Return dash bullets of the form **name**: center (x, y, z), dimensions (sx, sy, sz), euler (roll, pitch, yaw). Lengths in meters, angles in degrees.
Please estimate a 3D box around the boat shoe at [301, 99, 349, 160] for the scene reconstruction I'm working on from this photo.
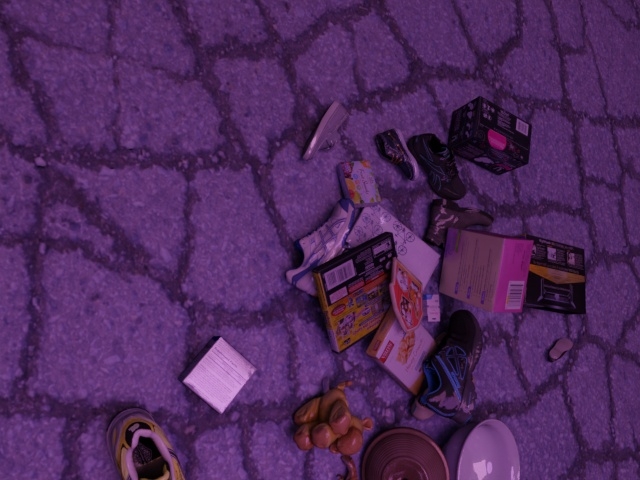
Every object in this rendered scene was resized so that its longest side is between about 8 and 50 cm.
- **boat shoe**: center (0.022, -0.314, 1.420), dimensions (0.081, 0.079, 0.227), euler (34, 65, -12)

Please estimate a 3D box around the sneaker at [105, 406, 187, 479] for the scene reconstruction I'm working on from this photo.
- **sneaker**: center (-0.353, 0.555, 1.043), dimensions (0.145, 0.147, 0.384), euler (-29, 95, -29)

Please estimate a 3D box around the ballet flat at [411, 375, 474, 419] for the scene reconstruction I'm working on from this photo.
- **ballet flat**: center (0.370, 0.445, 1.442), dimensions (0.248, 0.086, 0.086), euler (-27, 93, -28)

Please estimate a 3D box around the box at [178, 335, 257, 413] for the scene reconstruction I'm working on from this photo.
- **box**: center (-0.251, 0.324, 1.175), dimensions (0.126, 0.072, 0.137), euler (45, 66, -12)

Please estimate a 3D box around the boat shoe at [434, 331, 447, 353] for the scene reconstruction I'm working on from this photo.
- **boat shoe**: center (0.368, 0.350, 1.484), dimensions (0.056, 0.048, 0.153), euler (45, 65, -12)

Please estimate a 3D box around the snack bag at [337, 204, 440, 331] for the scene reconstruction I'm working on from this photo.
- **snack bag**: center (0.184, 0.093, 1.450), dimensions (0.323, 0.037, 0.342), euler (39, 67, -15)

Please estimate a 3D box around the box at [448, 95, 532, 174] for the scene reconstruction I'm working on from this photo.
- **box**: center (0.584, -0.357, 1.667), dimensions (0.247, 0.142, 0.163), euler (20, 71, -23)

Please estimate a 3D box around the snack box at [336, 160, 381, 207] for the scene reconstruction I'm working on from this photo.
- **snack box**: center (0.114, -0.169, 1.443), dimensions (0.100, 0.037, 0.141), euler (-7, 71, -25)

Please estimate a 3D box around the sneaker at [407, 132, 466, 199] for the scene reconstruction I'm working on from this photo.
- **sneaker**: center (0.395, -0.239, 1.574), dimensions (0.267, 0.106, 0.101), euler (46, 64, -13)

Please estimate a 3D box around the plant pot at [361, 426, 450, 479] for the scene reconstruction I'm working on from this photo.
- **plant pot**: center (0.224, 0.623, 1.269), dimensions (0.237, 0.110, 0.237), euler (-2, 77, 8)

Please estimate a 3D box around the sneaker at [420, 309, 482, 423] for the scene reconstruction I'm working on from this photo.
- **sneaker**: center (0.378, 0.339, 1.393), dimensions (0.140, 0.125, 0.341), euler (19, 53, -3)

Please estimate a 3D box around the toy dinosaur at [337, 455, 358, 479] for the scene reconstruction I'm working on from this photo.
- **toy dinosaur**: center (0.091, 0.687, 1.281), dimensions (0.112, 0.064, 0.211), euler (-15, 88, -28)

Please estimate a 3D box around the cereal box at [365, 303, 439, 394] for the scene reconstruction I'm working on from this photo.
- **cereal box**: center (0.243, 0.313, 1.389), dimensions (0.240, 0.047, 0.173), euler (47, 64, -34)

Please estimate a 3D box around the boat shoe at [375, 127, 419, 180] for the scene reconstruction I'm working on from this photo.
- **boat shoe**: center (0.239, -0.264, 1.529), dimensions (0.083, 0.065, 0.183), euler (-22, 84, -26)

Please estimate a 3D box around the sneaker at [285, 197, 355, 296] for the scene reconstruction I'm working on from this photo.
- **sneaker**: center (0.000, 0.000, 1.330), dimensions (0.131, 0.112, 0.296), euler (22, 71, -1)

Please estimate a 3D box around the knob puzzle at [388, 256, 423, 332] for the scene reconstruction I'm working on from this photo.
- **knob puzzle**: center (0.249, 0.165, 1.341), dimensions (0.213, 0.030, 0.213), euler (28, 55, -48)

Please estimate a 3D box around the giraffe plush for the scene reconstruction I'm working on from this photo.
- **giraffe plush**: center (0.046, 0.488, 1.262), dimensions (0.170, 0.181, 0.210), euler (56, 28, -18)

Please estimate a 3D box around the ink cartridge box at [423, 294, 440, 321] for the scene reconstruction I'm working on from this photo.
- **ink cartridge box**: center (0.346, 0.212, 1.510), dimensions (0.048, 0.028, 0.083), euler (4, 79, -25)

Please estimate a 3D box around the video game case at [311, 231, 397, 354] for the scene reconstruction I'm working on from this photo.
- **video game case**: center (0.116, 0.139, 1.322), dimensions (0.275, 0.035, 0.248), euler (-26, 112, -32)

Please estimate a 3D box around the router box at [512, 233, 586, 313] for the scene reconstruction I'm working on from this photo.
- **router box**: center (0.810, 0.125, 1.721), dimensions (0.309, 0.081, 0.243), euler (12, 76, -24)

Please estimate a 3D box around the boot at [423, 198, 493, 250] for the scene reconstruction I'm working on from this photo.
- **boot**: center (0.451, -0.034, 1.591), dimensions (0.246, 0.083, 0.161), euler (13, 86, -22)

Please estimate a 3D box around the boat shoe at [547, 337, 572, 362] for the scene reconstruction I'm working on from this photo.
- **boat shoe**: center (0.852, 0.393, 1.718), dimensions (0.125, 0.038, 0.046), euler (-29, 52, -33)

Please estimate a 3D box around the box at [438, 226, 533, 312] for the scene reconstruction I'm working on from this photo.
- **box**: center (0.491, 0.083, 1.455), dimensions (0.117, 0.243, 0.213), euler (3, 97, -26)

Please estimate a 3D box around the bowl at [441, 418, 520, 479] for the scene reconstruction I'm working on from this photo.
- **bowl**: center (0.441, 0.663, 1.401), dimensions (0.298, 0.134, 0.298), euler (8, 78, -37)
